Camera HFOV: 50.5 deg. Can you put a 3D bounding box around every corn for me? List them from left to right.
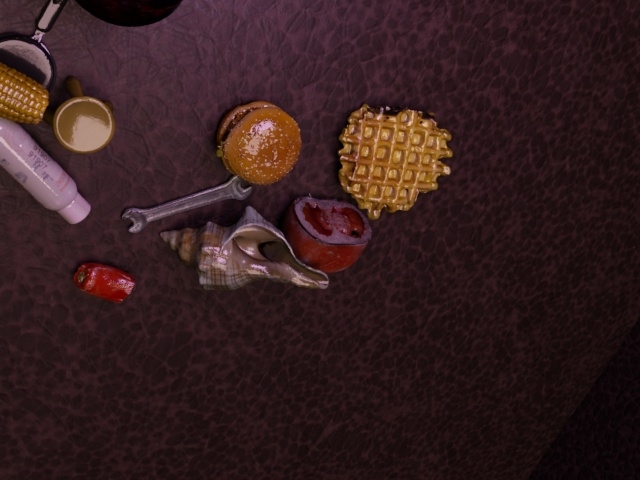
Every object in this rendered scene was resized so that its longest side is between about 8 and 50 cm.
[{"bbox_3d":[-0.621,-0.284,1.153,0.305,0.106,0.106,24,104,-28],"label":"corn"}]

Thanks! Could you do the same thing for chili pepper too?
[{"bbox_3d":[-0.477,0.090,1.493,0.123,0.073,0.070,25,61,-39],"label":"chili pepper"}]

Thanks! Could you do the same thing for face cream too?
[{"bbox_3d":[-0.551,-0.136,1.311,0.082,0.082,0.269,-39,129,-3],"label":"face cream"}]

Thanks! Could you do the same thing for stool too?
[{"bbox_3d":[-0.456,-0.234,1.286,0.135,0.110,0.134,-13,122,-21],"label":"stool"}]

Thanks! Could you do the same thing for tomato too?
[{"bbox_3d":[0.000,0.000,1.651,0.214,0.180,0.155,8,128,-30],"label":"tomato"}]

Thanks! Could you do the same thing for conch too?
[{"bbox_3d":[-0.172,0.021,1.553,0.386,0.169,0.203,6,119,-15],"label":"conch"}]

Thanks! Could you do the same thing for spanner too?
[{"bbox_3d":[-0.295,-0.084,1.521,0.302,0.017,0.071,-21,125,-18],"label":"spanner"}]

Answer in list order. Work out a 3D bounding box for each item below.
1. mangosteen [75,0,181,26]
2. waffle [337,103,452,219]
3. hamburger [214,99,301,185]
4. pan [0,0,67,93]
[{"bbox_3d":[-0.318,-0.506,1.090,0.300,0.300,0.300,-13,123,-21],"label":"mangosteen"},{"bbox_3d":[0.185,-0.209,1.665,0.312,0.060,0.307,-30,121,-13],"label":"waffle"},{"bbox_3d":[-0.128,-0.204,1.480,0.182,0.118,0.191,-36,133,-1],"label":"hamburger"},{"bbox_3d":[-0.526,-0.350,1.230,0.136,0.028,0.235,28,102,-35],"label":"pan"}]
